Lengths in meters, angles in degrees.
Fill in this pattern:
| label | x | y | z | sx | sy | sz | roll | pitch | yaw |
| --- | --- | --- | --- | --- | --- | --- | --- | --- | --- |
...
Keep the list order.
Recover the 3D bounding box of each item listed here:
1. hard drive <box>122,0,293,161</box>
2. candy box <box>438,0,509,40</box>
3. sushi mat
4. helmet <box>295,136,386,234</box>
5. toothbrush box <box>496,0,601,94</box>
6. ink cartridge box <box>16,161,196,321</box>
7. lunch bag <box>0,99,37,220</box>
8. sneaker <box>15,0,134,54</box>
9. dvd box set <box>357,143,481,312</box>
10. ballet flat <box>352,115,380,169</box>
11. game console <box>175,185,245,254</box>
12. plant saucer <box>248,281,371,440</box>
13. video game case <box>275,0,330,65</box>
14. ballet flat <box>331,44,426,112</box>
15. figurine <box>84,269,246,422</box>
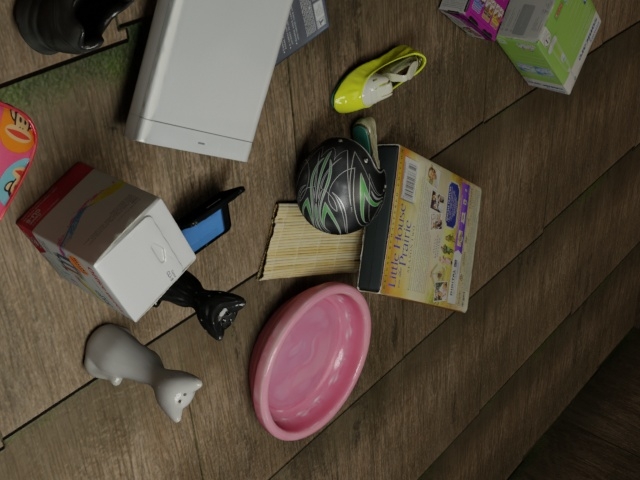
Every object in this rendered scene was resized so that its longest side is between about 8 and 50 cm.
| label | x | y | z | sx | sy | sz | roll | pitch | yaw |
| --- | --- | --- | --- | --- | --- | --- | --- | --- | --- |
| hard drive | -0.145 | -0.301 | 1.227 | 0.233 | 0.047 | 0.353 | 5 | 104 | -54 |
| candy box | 0.345 | -0.557 | 1.757 | 0.159 | 0.071 | 0.233 | 16 | 96 | -55 |
| sushi mat | 0.000 | 0.000 | 1.650 | 0.316 | 0.019 | 0.151 | -2 | 109 | -52 |
| helmet | 0.033 | -0.096 | 1.521 | 0.161 | 0.169 | 0.169 | 23 | 89 | -64 |
| toothbrush box | 0.545 | -0.505 | 2.007 | 0.283 | 0.122 | 0.206 | 26 | 87 | -54 |
| ink cartridge box | -0.285 | 0.000 | 1.133 | 0.127 | 0.176 | 0.128 | -50 | 141 | -23 |
| lunch bag | -0.472 | -0.074 | 0.894 | 0.293 | 0.120 | 0.258 | 31 | 83 | -55 |
| sneaker | -0.255 | -0.349 | 1.025 | 0.109 | 0.130 | 0.286 | 23 | 88 | -53 |
| dvd box set | 0.229 | -0.012 | 1.849 | 0.420 | 0.062 | 0.308 | 15 | 81 | -55 |
| ballet flat | 0.097 | -0.165 | 1.659 | 0.052 | 0.057 | 0.168 | -45 | 140 | -44 |
| game console | -0.175 | -0.025 | 1.362 | 0.122 | 0.107 | 0.071 | -39 | 108 | -35 |
| plant saucer | -0.028 | 0.232 | 1.683 | 0.332 | 0.084 | 0.332 | -29 | 129 | -43 |
| video game case | -0.093 | -0.363 | 1.323 | 0.274 | 0.026 | 0.196 | -42 | 138 | -30 |
| ballet flat | 0.118 | -0.304 | 1.588 | 0.231 | 0.077 | 0.077 | -39 | 137 | -34 |
| figurine | -0.229 | 0.142 | 1.257 | 0.092 | 0.209 | 0.215 | 33 | 81 | -54 |
